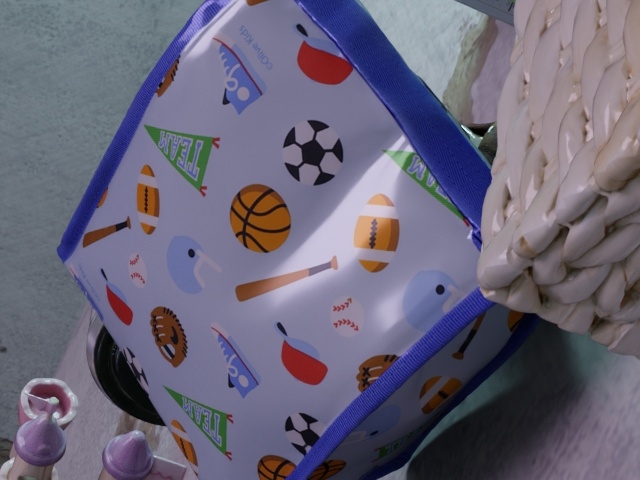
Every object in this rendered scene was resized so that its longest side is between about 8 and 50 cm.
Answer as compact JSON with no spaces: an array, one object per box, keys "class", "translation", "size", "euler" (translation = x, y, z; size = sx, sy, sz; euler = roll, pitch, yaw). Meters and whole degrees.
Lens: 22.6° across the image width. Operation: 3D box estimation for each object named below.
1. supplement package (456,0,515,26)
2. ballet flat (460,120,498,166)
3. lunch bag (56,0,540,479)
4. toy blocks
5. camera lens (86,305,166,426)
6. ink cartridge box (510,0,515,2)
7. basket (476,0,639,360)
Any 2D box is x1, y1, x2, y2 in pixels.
[{"class":"supplement package","translation":[0.171,-0.322,1.491],"size":[0.262,0.145,0.204],"euler":[-118,51,-70]},{"class":"ballet flat","translation":[0.121,-0.067,1.397],"size":[0.108,0.106,0.316],"euler":[-71,15,-8]},{"class":"lunch bag","translation":[0.000,0.000,1.255],"size":[0.239,0.328,0.385],"euler":[-24,-21,-36]},{"class":"toy blocks","translation":[-0.210,0.294,1.700],"size":[0.260,0.288,0.309],"euler":[119,167,-44]},{"class":"camera lens","translation":[-0.176,0.082,1.999],"size":[0.219,0.219,0.274],"euler":[-61,17,26]},{"class":"ink cartridge box","translation":[0.260,-0.342,1.157],"size":[0.207,0.119,0.353],"euler":[-73,7,-48]},{"class":"basket","translation":[0.264,-0.119,0.682],"size":[0.328,0.266,0.331],"euler":[-47,24,55]}]
